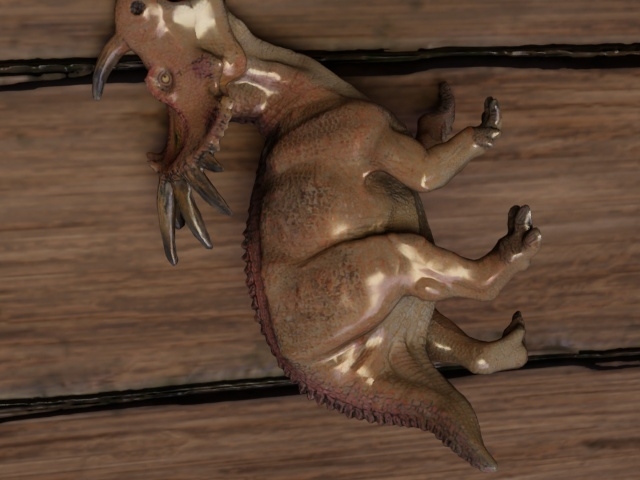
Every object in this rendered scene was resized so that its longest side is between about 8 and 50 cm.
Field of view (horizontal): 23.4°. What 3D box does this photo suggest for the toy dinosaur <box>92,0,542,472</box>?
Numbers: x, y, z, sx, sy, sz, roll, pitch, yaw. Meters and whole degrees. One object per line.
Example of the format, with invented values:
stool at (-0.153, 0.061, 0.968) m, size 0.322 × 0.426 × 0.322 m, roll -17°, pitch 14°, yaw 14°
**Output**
toy dinosaur at (0.000, 0.000, 0.817) m, size 0.200 × 0.295 × 0.127 m, roll -13°, pitch 161°, yaw -6°
